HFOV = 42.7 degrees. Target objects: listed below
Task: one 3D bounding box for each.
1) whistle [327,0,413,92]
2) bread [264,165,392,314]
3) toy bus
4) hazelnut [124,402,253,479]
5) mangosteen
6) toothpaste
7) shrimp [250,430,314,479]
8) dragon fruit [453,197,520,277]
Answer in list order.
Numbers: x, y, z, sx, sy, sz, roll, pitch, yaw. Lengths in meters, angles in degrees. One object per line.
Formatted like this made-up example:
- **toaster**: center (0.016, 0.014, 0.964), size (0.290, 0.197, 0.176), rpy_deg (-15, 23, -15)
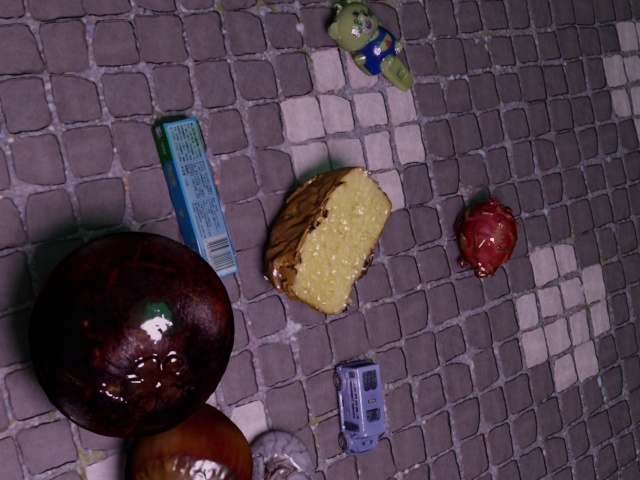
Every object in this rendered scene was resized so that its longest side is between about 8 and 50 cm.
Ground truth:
- **whistle**: center (0.102, -0.371, 1.574), size (0.227, 0.085, 0.105), rpy_deg (42, 68, -25)
- **bread**: center (0.000, -0.005, 1.441), size (0.160, 0.147, 0.261), rpy_deg (35, 71, -38)
- **toy bus**: center (0.076, 0.309, 1.502), size (0.073, 0.076, 0.168), rpy_deg (-6, 89, -35)
- **hazelnut**: center (-0.196, 0.337, 1.254), size (0.208, 0.208, 0.208), rpy_deg (3, 84, -35)
- **mangosteen**: center (-0.272, 0.123, 1.166), size (0.297, 0.293, 0.297), rpy_deg (-29, 143, -25)
- **toothpaste**: center (-0.205, -0.065, 1.351), size (0.065, 0.050, 0.267), rpy_deg (-20, 97, -34)
- **shrimp**: center (-0.106, 0.477, 1.336), size (0.145, 0.116, 0.343), rpy_deg (33, 61, -28)
- **dragon fruit**: center (0.343, -0.002, 1.695), size (0.136, 0.133, 0.166), rpy_deg (4, 79, 7)
